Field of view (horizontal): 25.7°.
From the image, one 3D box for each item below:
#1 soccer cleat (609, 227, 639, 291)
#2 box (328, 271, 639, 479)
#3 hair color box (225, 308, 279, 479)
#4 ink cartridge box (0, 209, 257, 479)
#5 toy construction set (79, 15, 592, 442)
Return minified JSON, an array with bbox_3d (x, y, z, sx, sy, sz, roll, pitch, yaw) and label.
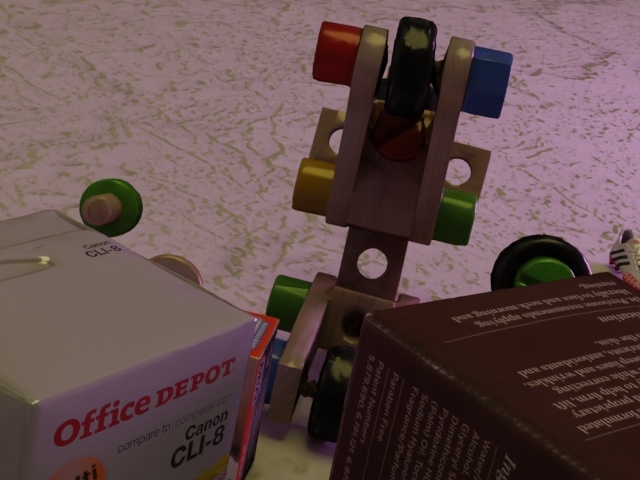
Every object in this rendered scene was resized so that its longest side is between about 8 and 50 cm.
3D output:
[{"bbox_3d":[0.258,0.018,1.138,0.029,0.035,0.083,7,22,-12],"label":"soccer cleat"},{"bbox_3d":[0.125,0.135,0.616,0.169,0.167,0.203,-6,28,-38],"label":"box"},{"bbox_3d":[-0.114,0.071,0.755,0.167,0.093,0.053,13,23,6],"label":"hair color box"},{"bbox_3d":[-0.124,0.096,0.578,0.127,0.176,0.128,25,26,30],"label":"ink cartridge box"},{"bbox_3d":[0.000,0.000,0.899,0.309,0.257,0.237,-12,4,2],"label":"toy construction set"}]
